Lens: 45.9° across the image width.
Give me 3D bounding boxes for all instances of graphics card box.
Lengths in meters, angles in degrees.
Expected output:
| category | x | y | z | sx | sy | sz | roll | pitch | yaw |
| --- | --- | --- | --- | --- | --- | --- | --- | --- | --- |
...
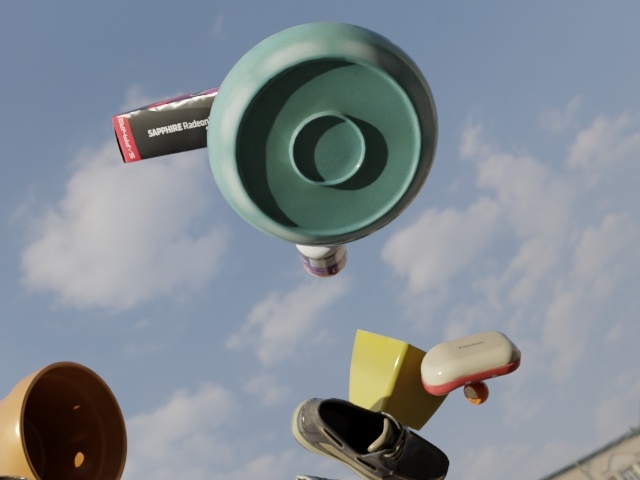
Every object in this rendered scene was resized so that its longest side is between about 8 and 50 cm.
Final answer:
| category | x | y | z | sx | sy | sz | roll | pitch | yaw |
| --- | --- | --- | --- | --- | --- | --- | --- | --- | --- |
| graphics card box | -0.142 | -0.225 | 1.297 | 0.233 | 0.371 | 0.094 | -35 | -64 | -55 |

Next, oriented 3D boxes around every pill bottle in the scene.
| category | x | y | z | sx | sy | sz | roll | pitch | yaw |
| --- | --- | --- | --- | --- | --- | --- | --- | --- | --- |
| pill bottle | 0.000 | 0.000 | 1.607 | 0.108 | 0.108 | 0.193 | -31 | -22 | -7 |

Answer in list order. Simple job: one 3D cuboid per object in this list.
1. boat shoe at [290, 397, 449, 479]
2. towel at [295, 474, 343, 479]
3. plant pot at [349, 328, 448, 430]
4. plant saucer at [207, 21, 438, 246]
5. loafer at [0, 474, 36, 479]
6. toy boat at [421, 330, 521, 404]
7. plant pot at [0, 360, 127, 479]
| category | x | y | z | sx | sy | sz | roll | pitch | yaw |
| --- | --- | --- | --- | --- | --- | --- | --- | --- | --- |
| boat shoe | 0.114 | 0.420 | 1.546 | 0.355 | 0.132 | 0.130 | 21 | -28 | -12 |
| towel | 0.159 | 0.377 | 0.919 | 0.324 | 0.312 | 0.056 | 25 | -97 | -40 |
| plant pot | 0.194 | 0.364 | 1.934 | 0.212 | 0.212 | 0.187 | 29 | -102 | -30 |
| plant saucer | 0.009 | -0.126 | 1.010 | 0.318 | 0.043 | 0.317 | -3 | -65 | -7 |
| loafer | -0.419 | 0.433 | 1.168 | 0.366 | 0.134 | 0.130 | 6 | -37 | 19 |
| toy boat | 0.351 | 0.312 | 1.753 | 0.231 | 0.151 | 0.151 | -14 | -75 | -2 |
| plant pot | -0.563 | 0.411 | 1.527 | 0.203 | 0.291 | 0.291 | -22 | -35 | 22 |
